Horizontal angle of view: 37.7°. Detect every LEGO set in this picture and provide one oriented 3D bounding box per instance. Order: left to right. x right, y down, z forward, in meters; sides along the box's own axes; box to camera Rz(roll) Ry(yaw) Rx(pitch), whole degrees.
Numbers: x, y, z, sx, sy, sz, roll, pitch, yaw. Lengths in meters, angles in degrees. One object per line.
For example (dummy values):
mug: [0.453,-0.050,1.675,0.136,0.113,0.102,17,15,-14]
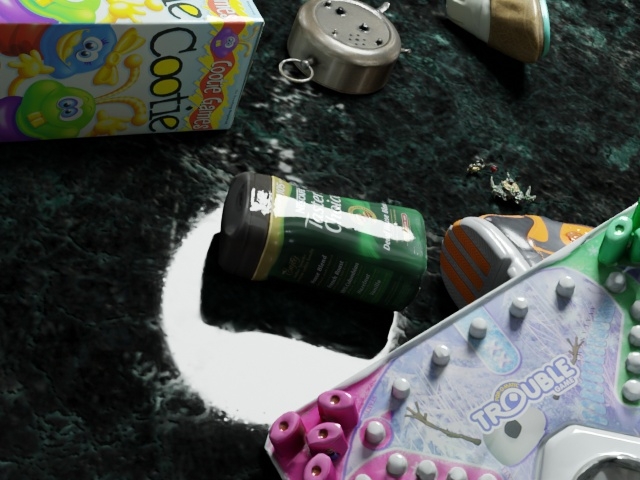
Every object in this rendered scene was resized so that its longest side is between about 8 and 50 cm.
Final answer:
LEGO set: [0.201,-0.060,1.045,0.054,0.023,0.083,-9,40,-34]

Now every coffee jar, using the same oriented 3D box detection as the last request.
coffee jar: [0.000,0.000,0.850,0.184,0.079,0.096,12,45,-13]

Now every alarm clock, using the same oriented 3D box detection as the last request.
alarm clock: [0.019,-0.225,1.088,0.129,0.064,0.192,38,48,13]

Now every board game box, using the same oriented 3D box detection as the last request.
board game box: [-0.218,-0.195,0.891,0.275,0.142,0.144,-8,53,-30]
board game box: [0.214,0.190,0.662,0.390,0.050,0.390,-30,62,-10]

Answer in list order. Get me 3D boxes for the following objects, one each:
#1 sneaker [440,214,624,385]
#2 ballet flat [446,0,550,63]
sneaker: [0.261,0.086,0.854,0.180,0.124,0.321,-8,53,-29]
ballet flat: [0.231,-0.348,1.276,0.124,0.116,0.342,1,45,4]
